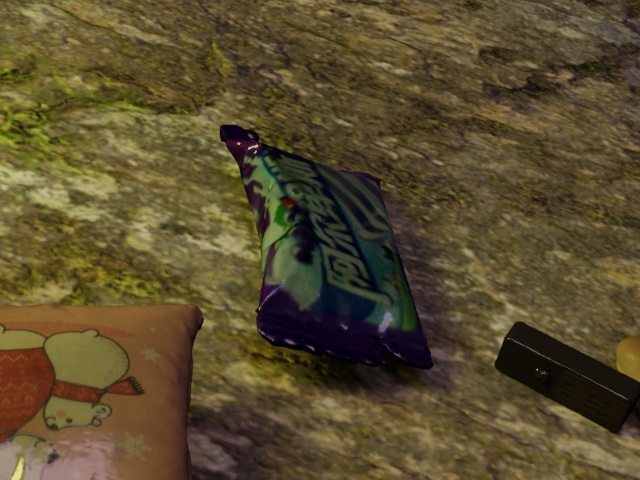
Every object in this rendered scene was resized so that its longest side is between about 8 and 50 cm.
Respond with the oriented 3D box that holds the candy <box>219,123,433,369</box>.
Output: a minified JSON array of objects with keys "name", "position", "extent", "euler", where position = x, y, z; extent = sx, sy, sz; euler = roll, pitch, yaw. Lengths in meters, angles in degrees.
[{"name":"candy","position":[0.000,0.000,1.161],"extent":[0.145,0.070,0.275],"euler":[12,34,-20]}]

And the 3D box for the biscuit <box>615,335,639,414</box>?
[{"name":"biscuit","position":[0.402,0.149,1.137],"extent":[0.324,0.044,0.217],"euler":[3,40,-17]}]

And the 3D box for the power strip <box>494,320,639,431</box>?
[{"name":"power strip","position":[0.187,0.103,1.119],"extent":[0.111,0.038,0.029],"euler":[27,39,16]}]

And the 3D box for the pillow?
[{"name":"pillow","position":[-0.186,0.120,0.916],"extent":[0.236,0.084,0.223],"euler":[6,45,-7]}]
